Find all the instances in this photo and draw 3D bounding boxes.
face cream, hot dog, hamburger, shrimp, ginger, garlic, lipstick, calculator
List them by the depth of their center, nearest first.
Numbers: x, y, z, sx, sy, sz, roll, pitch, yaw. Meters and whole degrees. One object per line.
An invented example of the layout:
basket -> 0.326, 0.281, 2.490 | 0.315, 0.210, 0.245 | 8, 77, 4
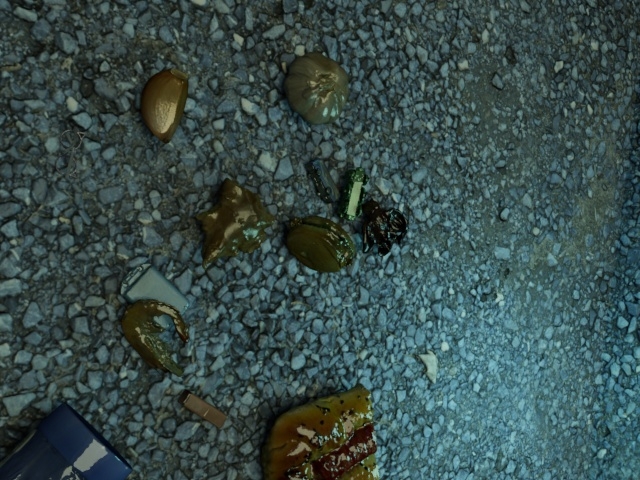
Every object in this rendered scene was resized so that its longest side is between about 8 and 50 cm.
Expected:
face cream -> -0.623, 0.559, 1.588 | 0.225, 0.249, 0.249 | -46, 112, -20
shrimp -> -0.432, 0.260, 1.786 | 0.173, 0.058, 0.253 | -38, 110, 7
garlic -> -0.424, -0.363, 1.797 | 0.115, 0.128, 0.207 | 12, 85, -74
calculator -> -0.457, 0.160, 1.812 | 0.210, 0.039, 0.121 | 48, 69, -23
lipstick -> -0.338, 0.485, 1.879 | 0.145, 0.045, 0.045 | 40, 68, -24
ginger -> -0.261, -0.030, 1.889 | 0.218, 0.123, 0.270 | 34, 82, -23
hot dog -> 0.001, 0.658, 2.006 | 0.365, 0.196, 0.368 | -5, 90, -28
hamburger -> 0.000, 0.000, 2.010 | 0.215, 0.189, 0.122 | 42, 60, -22
garlic -> -0.006, -0.472, 2.025 | 0.227, 0.152, 0.228 | 4, 83, -35

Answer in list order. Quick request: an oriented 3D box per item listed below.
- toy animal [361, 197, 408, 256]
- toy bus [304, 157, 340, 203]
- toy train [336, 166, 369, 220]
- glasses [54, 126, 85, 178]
toy animal -> 0.191, -0.044, 2.188 | 0.218, 0.116, 0.180 | -29, 79, -31
toy bus -> 0.007, -0.191, 2.091 | 0.061, 0.051, 0.153 | -40, 109, -38
toy train -> 0.100, -0.148, 2.114 | 0.071, 0.104, 0.178 | 15, 82, -18
glasses -> -0.633, -0.233, 1.668 | 0.062, 0.103, 0.140 | 12, 80, -29
